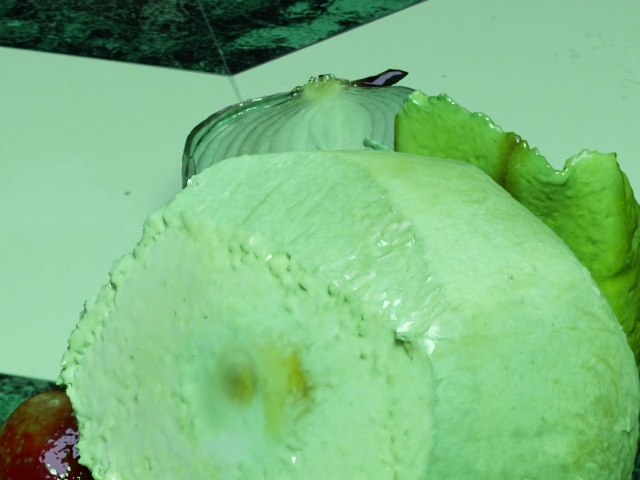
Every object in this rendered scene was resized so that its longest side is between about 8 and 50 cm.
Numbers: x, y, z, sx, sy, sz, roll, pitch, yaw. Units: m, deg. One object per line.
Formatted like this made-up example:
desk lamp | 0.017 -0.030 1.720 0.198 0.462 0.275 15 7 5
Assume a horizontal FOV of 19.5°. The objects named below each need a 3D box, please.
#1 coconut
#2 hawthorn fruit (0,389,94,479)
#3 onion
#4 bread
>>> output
coconut | 0.050 0.121 1.384 0.404 0.405 0.405 1 34 -1
hawthorn fruit | -0.201 0.214 1.471 0.157 0.157 0.194 14 56 18
onion | 0.000 0.000 1.779 0.267 0.159 0.349 -5 40 11
bread | 0.190 0.002 1.599 0.233 0.362 0.245 16 39 21
